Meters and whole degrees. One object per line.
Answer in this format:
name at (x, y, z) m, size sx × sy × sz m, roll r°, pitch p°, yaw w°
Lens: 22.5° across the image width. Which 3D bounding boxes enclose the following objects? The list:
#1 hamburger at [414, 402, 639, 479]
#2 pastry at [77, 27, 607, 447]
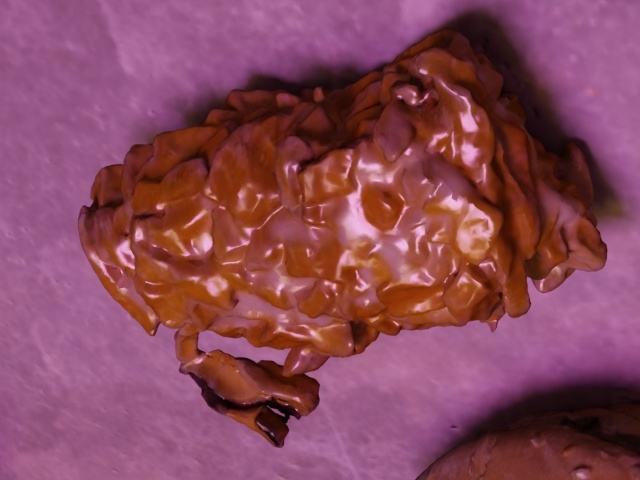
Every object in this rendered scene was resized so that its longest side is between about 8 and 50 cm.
hamburger at (0.186, 0.186, 0.774) m, size 0.309 × 0.132 × 0.211 m, roll 34°, pitch 138°, yaw 3°
pastry at (0.000, 0.000, 0.743) m, size 0.250 × 0.102 × 0.154 m, roll -17°, pitch 113°, yaw 37°
